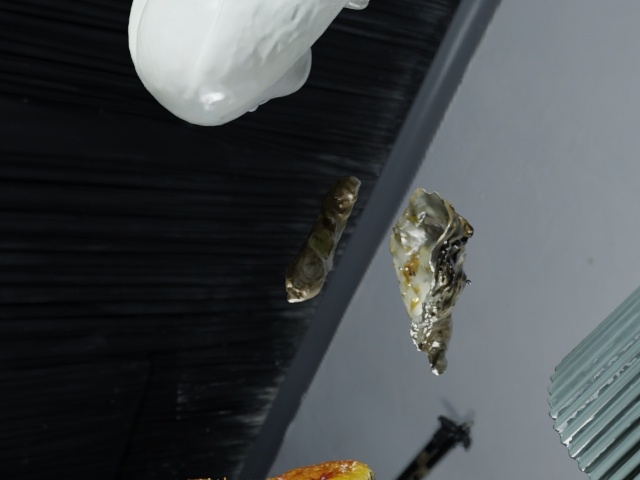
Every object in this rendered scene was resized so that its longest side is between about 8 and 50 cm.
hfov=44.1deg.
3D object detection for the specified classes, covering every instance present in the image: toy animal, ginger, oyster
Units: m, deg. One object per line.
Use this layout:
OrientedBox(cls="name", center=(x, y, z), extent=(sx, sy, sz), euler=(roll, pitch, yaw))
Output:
OrientedBox(cls="toy animal", center=(-0.057, -0.251, 0.736), extent=(0.249, 0.174, 0.289), euler=(-3, 75, 34))
OrientedBox(cls="ginger", center=(0.000, 0.000, 0.963), extent=(0.069, 0.051, 0.173), euler=(95, -166, -68))
OrientedBox(cls="oyster", center=(0.192, 0.054, 1.393), extent=(0.396, 0.111, 0.204), euler=(89, 167, -47))

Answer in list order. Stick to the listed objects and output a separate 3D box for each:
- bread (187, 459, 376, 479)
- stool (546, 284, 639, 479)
OrientedBox(cls="bread", center=(-0.079, 0.277, 0.798), extent=(0.271, 0.139, 0.077), euler=(-11, 81, 14))
OrientedBox(cls="stool", center=(0.534, 0.189, 1.127), extent=(0.297, 0.297, 0.330), euler=(63, 149, 33))
